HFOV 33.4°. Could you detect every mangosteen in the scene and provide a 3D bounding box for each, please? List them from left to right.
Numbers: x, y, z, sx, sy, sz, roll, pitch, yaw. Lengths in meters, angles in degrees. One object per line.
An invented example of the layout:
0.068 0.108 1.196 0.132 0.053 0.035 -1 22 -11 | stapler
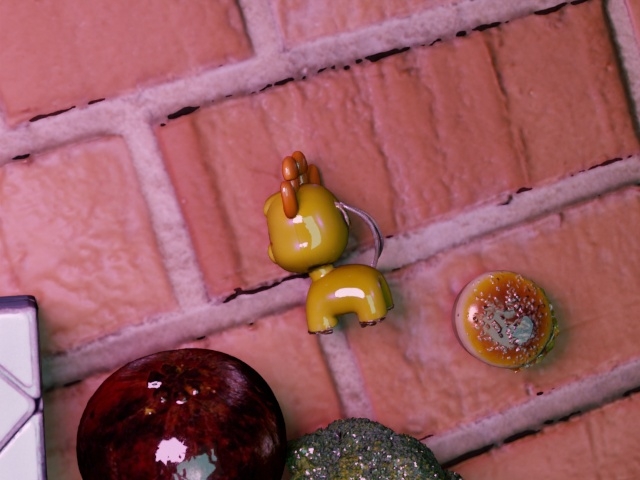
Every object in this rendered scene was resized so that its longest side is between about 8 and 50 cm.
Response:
-0.154 0.256 1.203 0.235 0.235 0.261 -10 127 -16 | mangosteen

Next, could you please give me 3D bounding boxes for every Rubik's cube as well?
-0.397 0.168 1.123 0.205 0.205 0.207 -2 91 -16 | Rubik's cube

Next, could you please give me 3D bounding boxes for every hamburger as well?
0.239 0.103 1.368 0.141 0.081 0.126 39 80 -12 | hamburger

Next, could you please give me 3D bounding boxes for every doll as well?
0.000 0.000 1.279 0.135 0.143 0.221 -16 96 19 | doll

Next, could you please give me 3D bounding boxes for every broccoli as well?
0.064 0.328 1.245 0.261 0.242 0.269 20 41 -20 | broccoli
